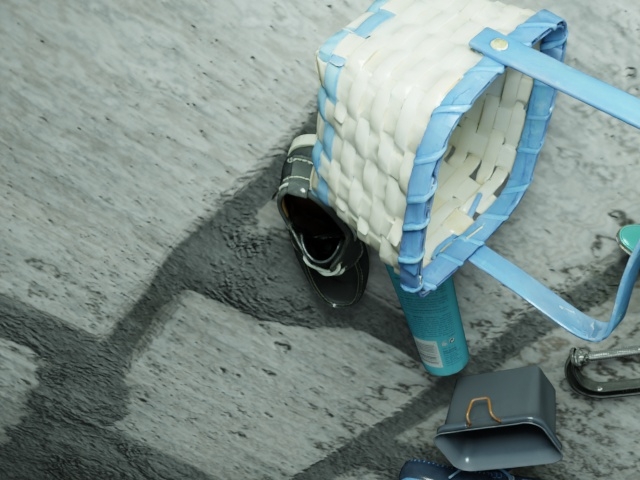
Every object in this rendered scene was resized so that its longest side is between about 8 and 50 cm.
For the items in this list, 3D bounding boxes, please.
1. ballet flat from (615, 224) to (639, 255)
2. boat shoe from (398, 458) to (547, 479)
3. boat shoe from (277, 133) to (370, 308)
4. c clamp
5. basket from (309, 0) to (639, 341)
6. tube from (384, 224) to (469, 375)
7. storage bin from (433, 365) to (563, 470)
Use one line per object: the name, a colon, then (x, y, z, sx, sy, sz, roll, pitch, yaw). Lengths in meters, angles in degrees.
ballet flat: (0.336, 0.014, 1.143, 0.114, 0.041, 0.041, 12, 141, 5)
boat shoe: (0.219, 0.315, 1.509, 0.258, 0.089, 0.109, 21, 154, -16)
boat shoe: (0.000, 0.000, 1.204, 0.084, 0.079, 0.233, 3, 141, 13)
c clamp: (0.335, 0.129, 1.298, 0.160, 0.022, 0.137, -16, 137, 30)
basket: (0.138, -0.065, 0.955, 0.289, 0.201, 0.255, 38, 148, 22)
tube: (0.112, 0.057, 1.263, 0.080, 0.052, 0.207, -6, 132, 16)
storage bin: (0.202, 0.195, 1.361, 0.135, 0.091, 0.098, -14, 133, 30)
